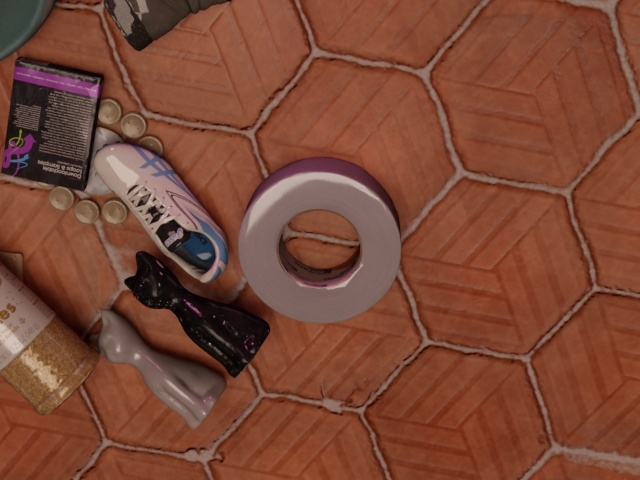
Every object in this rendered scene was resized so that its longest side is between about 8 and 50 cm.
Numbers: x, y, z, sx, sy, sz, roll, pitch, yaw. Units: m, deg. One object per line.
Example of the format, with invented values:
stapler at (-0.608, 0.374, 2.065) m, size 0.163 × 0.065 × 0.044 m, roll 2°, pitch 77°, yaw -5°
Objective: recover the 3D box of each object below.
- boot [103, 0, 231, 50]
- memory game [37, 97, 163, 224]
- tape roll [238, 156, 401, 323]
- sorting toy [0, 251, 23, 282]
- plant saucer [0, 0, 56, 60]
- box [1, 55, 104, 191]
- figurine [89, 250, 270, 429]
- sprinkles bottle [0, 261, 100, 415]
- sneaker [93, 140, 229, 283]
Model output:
boot at (-0.229, -0.377, 1.575) m, size 0.161 × 0.083 × 0.246 m, roll -33°, pitch 108°, yaw 3°
memory game at (-0.304, -0.107, 1.702) m, size 0.186 × 0.012 × 0.186 m, roll 1°, pitch 111°, yaw 3°
tape roll at (0.000, 0.000, 1.695) m, size 0.219 × 0.072 × 0.219 m, roll 1°, pitch 111°, yaw 2°
sorting toy at (-0.451, 0.054, 1.769) m, size 0.062 × 0.012 × 0.083 m, roll 5°, pitch 111°, yaw 4°
plant saucer at (-0.461, -0.293, 1.510) m, size 0.317 × 0.317 × 0.044 m, roll -31°, pitch 62°, yaw 13°
box at (-0.358, -0.154, 1.665) m, size 0.116 × 0.029 × 0.162 m, roll 13°, pitch 109°, yaw -1°
figurine at (-0.208, 0.137, 1.737) m, size 0.209 × 0.092 × 0.215 m, roll 36°, pitch 127°, yaw -3°
sprinkles bottle at (-0.466, 0.081, 1.708) m, size 0.121 × 0.121 × 0.355 m, roll -42°, pitch 100°, yaw 16°
sneaker at (-0.210, -0.039, 1.674) m, size 0.085 × 0.086 × 0.237 m, roll -39°, pitch 109°, yaw 14°
